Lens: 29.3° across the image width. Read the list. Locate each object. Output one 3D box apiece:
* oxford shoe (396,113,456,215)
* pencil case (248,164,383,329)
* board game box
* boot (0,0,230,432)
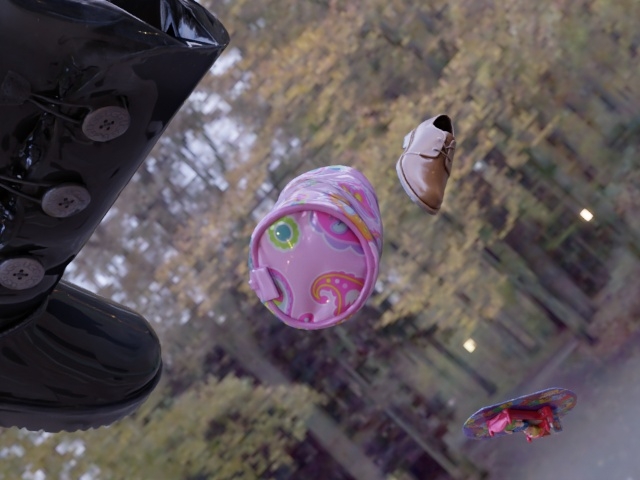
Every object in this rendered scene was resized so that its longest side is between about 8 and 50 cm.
[{"bbox_3d":[0.157,-0.116,1.737,0.076,0.076,0.212,-43,23,30],"label":"oxford shoe"},{"bbox_3d":[0.000,0.000,1.181,0.124,0.124,0.284,-49,5,10],"label":"pencil case"},{"bbox_3d":[0.287,0.260,1.732,0.168,0.033,0.133,-17,-30,3],"label":"board game box"},{"bbox_3d":[-0.210,-0.031,1.085,0.367,0.146,0.445,2,-52,-46],"label":"boot"}]
